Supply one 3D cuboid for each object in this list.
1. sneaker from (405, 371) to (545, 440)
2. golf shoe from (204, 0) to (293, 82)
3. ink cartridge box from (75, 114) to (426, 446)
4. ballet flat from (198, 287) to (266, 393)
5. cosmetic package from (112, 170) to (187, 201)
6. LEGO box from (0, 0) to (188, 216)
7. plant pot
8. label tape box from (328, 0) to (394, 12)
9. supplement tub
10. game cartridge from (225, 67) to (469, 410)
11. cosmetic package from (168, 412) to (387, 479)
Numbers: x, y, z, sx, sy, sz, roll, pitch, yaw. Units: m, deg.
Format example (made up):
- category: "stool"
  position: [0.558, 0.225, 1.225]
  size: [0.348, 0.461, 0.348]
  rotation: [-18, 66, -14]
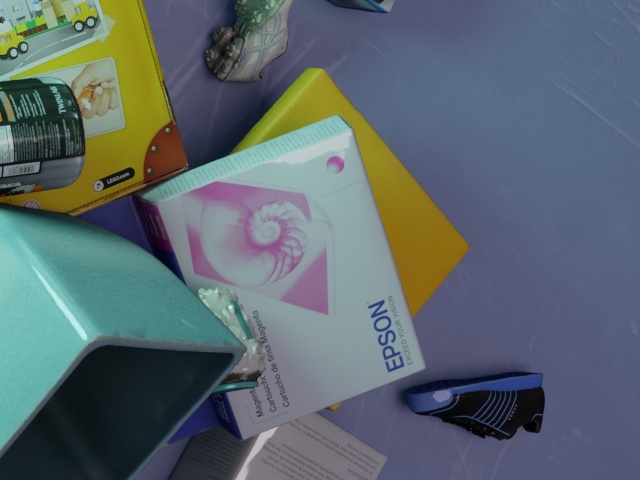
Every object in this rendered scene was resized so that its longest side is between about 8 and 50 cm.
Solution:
- category: "sneaker"
  position: [0.221, 0.236, 2.237]
  size: [0.232, 0.081, 0.090]
  rotation: [-3, 91, -32]
- category: "golf shoe"
  position: [-0.066, -0.267, 1.987]
  size: [0.086, 0.069, 0.176]
  rotation: [11, 129, -43]
- category: "ink cartridge box"
  position: [-0.075, 0.062, 1.858]
  size: [0.330, 0.071, 0.324]
  rotation: [-22, 114, -7]
- category: "ballet flat"
  position: [-0.246, 0.147, 1.829]
  size: [0.147, 0.409, 0.147]
  rotation: [50, 30, -44]
- category: "cosmetic package"
  position: [-0.101, 0.000, 1.999]
  size: [0.309, 0.113, 0.160]
  rotation: [3, 95, -32]
- category: "LEGO box"
  position: [-0.434, -0.173, 1.714]
  size: [0.500, 0.193, 0.372]
  rotation: [-24, 113, -26]
- category: "plant pot"
  position: [-0.283, 0.099, 1.638]
  size: [0.248, 0.252, 0.247]
  rotation: [-49, 152, 19]
- category: "label tape box"
  position: [0.035, -0.484, 1.994]
  size: [0.241, 0.106, 0.333]
  rotation: [24, 84, -45]
- category: "supplement tub"
  position: [-0.340, -0.098, 1.604]
  size: [0.190, 0.117, 0.117]
  rotation: [-10, 101, -30]
- category: "game cartridge"
  position: [0.000, 0.000, 1.969]
  size: [0.285, 0.053, 0.323]
  rotation: [-49, 115, -16]
- category: "cosmetic package"
  position: [-0.101, 0.375, 2.020]
  size: [0.197, 0.155, 0.365]
  rotation: [36, 78, -29]
